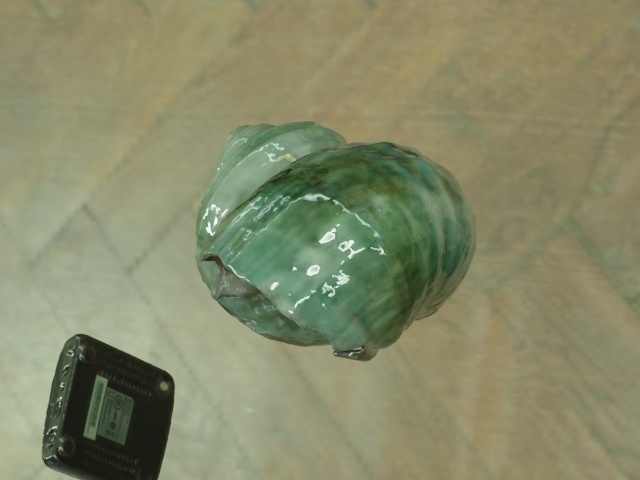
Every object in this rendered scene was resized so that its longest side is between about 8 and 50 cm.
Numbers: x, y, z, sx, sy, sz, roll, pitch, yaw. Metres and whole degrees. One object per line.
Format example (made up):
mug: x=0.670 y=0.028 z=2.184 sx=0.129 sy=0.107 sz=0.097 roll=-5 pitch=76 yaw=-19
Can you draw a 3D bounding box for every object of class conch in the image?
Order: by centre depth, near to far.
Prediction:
conch: x=0.000 y=0.000 z=1.279 sx=0.277 sy=0.220 sz=0.195 roll=58 pitch=134 yaw=47

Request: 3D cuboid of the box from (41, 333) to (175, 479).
box: x=-0.186 y=0.159 z=1.654 sx=0.027 sy=0.125 sz=0.126 roll=-18 pitch=55 yaw=44
